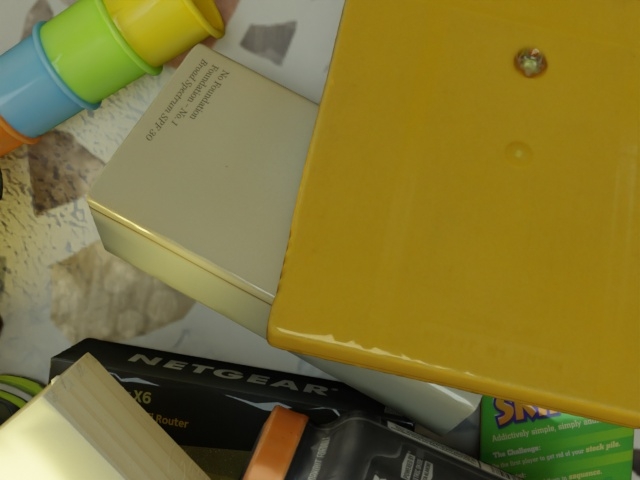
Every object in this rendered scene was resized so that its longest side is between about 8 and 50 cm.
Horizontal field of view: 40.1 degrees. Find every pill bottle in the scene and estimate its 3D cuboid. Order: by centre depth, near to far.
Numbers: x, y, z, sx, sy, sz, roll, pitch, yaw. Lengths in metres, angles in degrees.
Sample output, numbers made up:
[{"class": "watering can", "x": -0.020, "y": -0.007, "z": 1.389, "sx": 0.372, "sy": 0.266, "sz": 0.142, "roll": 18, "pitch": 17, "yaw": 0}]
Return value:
[{"class": "pill bottle", "x": 0.060, "y": 0.205, "z": 0.626, "sx": 0.246, "sy": 0.130, "sz": 0.130, "roll": 23, "pitch": 99, "yaw": 2}]

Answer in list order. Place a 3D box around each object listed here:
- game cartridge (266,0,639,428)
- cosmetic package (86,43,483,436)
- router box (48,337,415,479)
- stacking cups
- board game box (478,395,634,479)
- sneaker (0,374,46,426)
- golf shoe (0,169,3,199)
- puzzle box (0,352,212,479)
[{"class": "game cartridge", "x": 0.133, "y": -0.050, "z": 0.621, "sx": 0.285, "sy": 0.052, "sz": 0.323, "roll": 13, "pitch": 69, "yaw": 0}, {"class": "cosmetic package", "x": 0.000, "y": 0.000, "z": 0.671, "sx": 0.309, "sy": 0.113, "sz": 0.160, "roll": 27, "pitch": 68, "yaw": 6}, {"class": "router box", "x": -0.086, "y": 0.232, "z": 0.755, "sx": 0.309, "sy": 0.081, "sz": 0.242, "roll": 8, "pitch": 97, "yaw": 7}, {"class": "stacking cups", "x": -0.237, "y": -0.132, "z": 0.731, "sx": 0.316, "sy": 0.096, "sz": 0.096, "roll": -29, "pitch": 91, "yaw": 10}, {"class": "board game box", "x": 0.194, "y": 0.196, "z": 0.734, "sx": 0.124, "sy": 0.039, "sz": 0.259, "roll": 2, "pitch": 99, "yaw": 8}, {"class": "sneaker", "x": -0.383, "y": 0.160, "z": 0.770, "sx": 0.300, "sy": 0.121, "sz": 0.111, "roll": 4, "pitch": 96, "yaw": 8}, {"class": "golf shoe", "x": -0.329, "y": 0.053, "z": 0.689, "sx": 0.105, "sy": 0.120, "sz": 0.272, "roll": 17, "pitch": 66, "yaw": 9}, {"class": "puzzle box", "x": -0.199, "y": 0.278, "z": 0.666, "sx": 0.272, "sy": 0.052, "sz": 0.409, "roll": 48, "pitch": 125, "yaw": -7}]
